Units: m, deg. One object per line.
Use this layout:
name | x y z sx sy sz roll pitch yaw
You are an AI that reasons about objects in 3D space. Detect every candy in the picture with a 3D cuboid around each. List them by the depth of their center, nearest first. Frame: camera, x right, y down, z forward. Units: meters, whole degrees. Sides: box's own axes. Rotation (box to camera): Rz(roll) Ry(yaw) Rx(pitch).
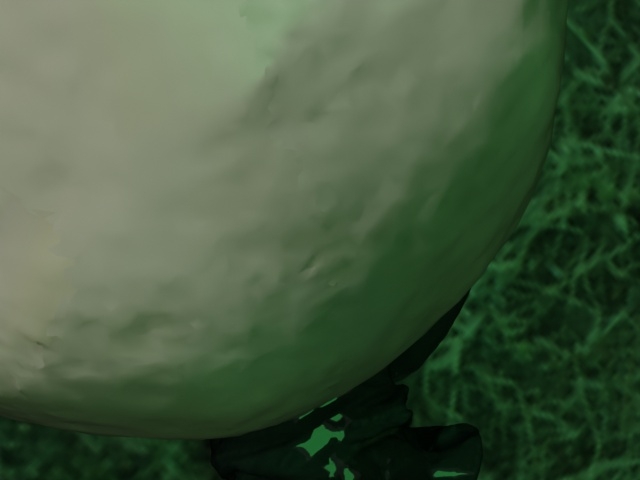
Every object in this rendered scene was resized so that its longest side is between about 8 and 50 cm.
candy | -0.121 -0.140 0.618 0.427 0.186 0.386 9 79 7

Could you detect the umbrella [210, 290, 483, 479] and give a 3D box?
umbrella | -0.002 0.000 0.722 0.143 0.094 0.348 0 88 -20
